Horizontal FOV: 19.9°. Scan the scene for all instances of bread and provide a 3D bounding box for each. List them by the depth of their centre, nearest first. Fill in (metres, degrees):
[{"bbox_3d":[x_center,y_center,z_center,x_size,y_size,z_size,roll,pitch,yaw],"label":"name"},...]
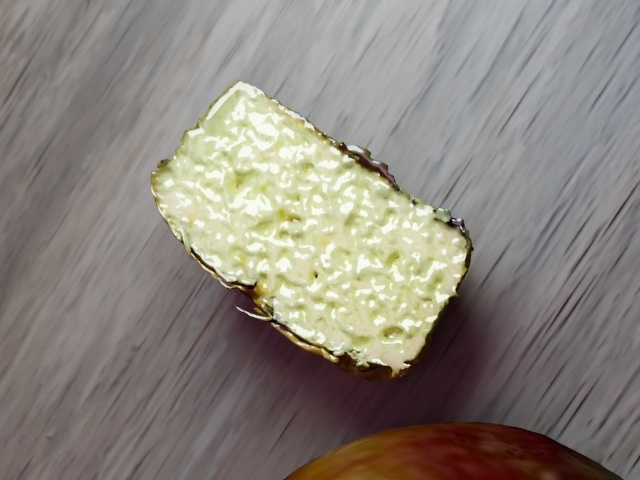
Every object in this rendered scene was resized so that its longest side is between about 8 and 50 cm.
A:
[{"bbox_3d":[-0.005,0.000,1.491,0.260,0.147,0.160,31,88,10],"label":"bread"}]

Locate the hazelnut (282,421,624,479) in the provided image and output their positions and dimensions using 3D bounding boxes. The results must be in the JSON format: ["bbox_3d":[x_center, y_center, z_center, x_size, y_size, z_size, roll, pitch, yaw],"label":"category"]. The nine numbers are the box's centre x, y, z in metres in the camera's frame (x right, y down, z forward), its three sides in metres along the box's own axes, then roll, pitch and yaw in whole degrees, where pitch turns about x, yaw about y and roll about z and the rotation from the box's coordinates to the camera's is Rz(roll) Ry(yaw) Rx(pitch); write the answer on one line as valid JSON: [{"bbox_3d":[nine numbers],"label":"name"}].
[{"bbox_3d":[0.110,0.328,1.341,0.421,0.353,0.421,-5,62,9],"label":"hazelnut"}]
